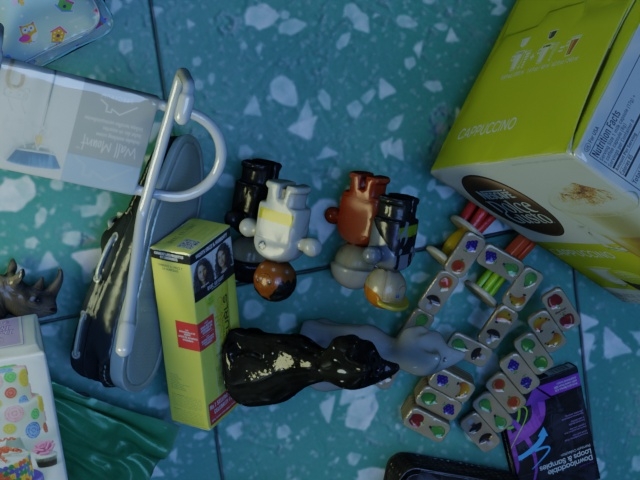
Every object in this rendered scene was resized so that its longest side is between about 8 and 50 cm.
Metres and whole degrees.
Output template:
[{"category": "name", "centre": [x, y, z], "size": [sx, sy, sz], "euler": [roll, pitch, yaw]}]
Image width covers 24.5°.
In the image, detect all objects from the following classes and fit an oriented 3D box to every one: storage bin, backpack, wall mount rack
[{"category": "storage bin", "centre": [0.168, 0.346, 1.853], "size": [0.180, 0.084, 0.122], "euler": [11, 95, -11]}, {"category": "backpack", "centre": [-0.329, -0.279, 1.591], "size": [0.165, 0.144, 0.188], "euler": [-27, 102, -6]}, {"category": "wall mount rack", "centre": [-0.273, -0.055, 1.543], "size": [0.350, 0.130, 0.304], "euler": [12, 108, -16]}]

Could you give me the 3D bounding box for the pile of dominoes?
[{"category": "pile of dominoes", "centre": [0.197, 0.138, 1.827], "size": [0.196, 0.040, 0.251], "euler": [28, 107, -13]}]

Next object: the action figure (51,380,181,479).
[{"category": "action figure", "centre": [-0.296, 0.217, 1.713], "size": [0.232, 0.063, 0.137], "euler": [33, 89, -23]}]

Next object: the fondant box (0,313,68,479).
[{"category": "fondant box", "centre": [-0.399, 0.261, 1.616], "size": [0.238, 0.096, 0.330], "euler": [-9, 118, -10]}]

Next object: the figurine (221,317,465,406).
[{"category": "figurine", "centre": [0.033, 0.137, 1.697], "size": [0.215, 0.209, 0.092], "euler": [-4, 90, -49]}]

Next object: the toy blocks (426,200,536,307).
[{"category": "toy blocks", "centre": [0.222, -0.008, 1.847], "size": [0.123, 0.054, 0.148], "euler": [41, 84, -18]}]

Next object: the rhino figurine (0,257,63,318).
[{"category": "rhino figurine", "centre": [-0.394, 0.100, 1.661], "size": [0.243, 0.073, 0.106], "euler": [-33, 109, -12]}]

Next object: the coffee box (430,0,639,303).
[{"category": "coffee box", "centre": [0.391, -0.145, 1.705], "size": [0.334, 0.337, 0.338], "euler": [32, 78, -19]}]

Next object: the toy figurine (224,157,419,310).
[{"category": "toy figurine", "centre": [0.000, 0.000, 1.699], "size": [0.213, 0.209, 0.148], "euler": [6, 102, -17]}]

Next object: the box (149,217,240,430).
[{"category": "box", "centre": [-0.139, 0.097, 1.697], "size": [0.087, 0.058, 0.232], "euler": [-38, 133, -50]}]

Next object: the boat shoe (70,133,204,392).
[{"category": "boat shoe", "centre": [-0.214, 0.019, 1.690], "size": [0.091, 0.114, 0.303], "euler": [12, 81, 25]}]

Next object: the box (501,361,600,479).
[{"category": "box", "centre": [0.295, 0.253, 1.922], "size": [0.116, 0.029, 0.162], "euler": [-18, 104, -14]}]
